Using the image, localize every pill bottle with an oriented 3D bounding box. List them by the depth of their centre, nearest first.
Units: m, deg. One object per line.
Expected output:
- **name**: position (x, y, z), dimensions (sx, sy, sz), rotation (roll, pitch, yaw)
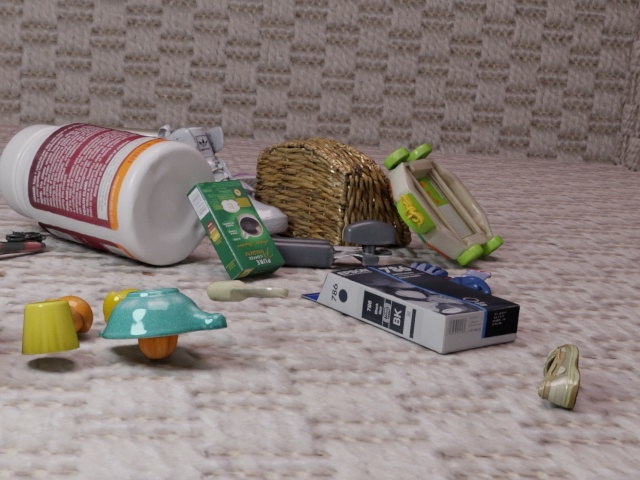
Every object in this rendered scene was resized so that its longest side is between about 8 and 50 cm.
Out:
- **pill bottle**: position (-0.404, -0.099, 1.871), dimensions (0.392, 0.224, 0.224), rotation (14, 15, 36)

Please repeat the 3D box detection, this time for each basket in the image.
- **basket**: position (0.030, -0.110, 2.139), dimensions (0.223, 0.213, 0.299), rotation (-6, 16, -39)

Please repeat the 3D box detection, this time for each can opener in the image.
- **can opener**: position (0.000, 0.000, 1.881), dimensions (0.284, 0.095, 0.076), rotation (3, 11, -10)

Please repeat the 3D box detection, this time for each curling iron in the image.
- **curling iron**: position (-0.574, 0.016, 1.711), dimensions (0.068, 0.035, 0.274), rotation (6, 10, 28)

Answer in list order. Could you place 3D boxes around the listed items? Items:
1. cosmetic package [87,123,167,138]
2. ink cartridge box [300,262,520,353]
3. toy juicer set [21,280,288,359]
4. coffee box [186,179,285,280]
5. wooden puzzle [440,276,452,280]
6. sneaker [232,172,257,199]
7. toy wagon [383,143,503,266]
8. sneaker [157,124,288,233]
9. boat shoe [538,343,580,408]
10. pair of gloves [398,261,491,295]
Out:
- **cosmetic package**: position (-0.439, -0.197, 2.503), dimensions (0.310, 0.160, 0.113), rotation (5, 11, -3)
- **ink cartridge box**: position (0.131, 0.092, 1.572), dimensions (0.165, 0.065, 0.333), rotation (-5, 15, -40)
- **toy juicer set**: position (-0.216, 0.107, 1.321), dimensions (0.329, 0.089, 0.209), rotation (-6, 1, -11)
- **coffee box**: position (-0.150, -0.020, 1.771), dimensions (0.113, 0.184, 0.040), rotation (-11, -25, -51)
- **wooden puzzle**: position (0.208, 0.069, 1.856), dimensions (0.049, 0.006, 0.083), rotation (14, 15, 39)
- **sneaker**: position (-0.107, -0.131, 2.476), dimensions (0.282, 0.102, 0.161), rotation (3, 9, -7)
- **toy wagon**: position (0.229, -0.067, 2.022), dimensions (0.267, 0.068, 0.344), rotation (54, 29, 11)
- **sneaker**: position (-0.223, -0.128, 2.123), dimensions (0.366, 0.210, 0.137), rotation (13, 14, 33)
- **boat shoe**: position (0.302, 0.169, 1.291), dimensions (0.048, 0.056, 0.153), rotation (11, 20, 8)
- **pair of gloves**: position (0.212, 0.074, 1.774), dimensions (0.198, 0.023, 0.159), rotation (10, 19, 26)
